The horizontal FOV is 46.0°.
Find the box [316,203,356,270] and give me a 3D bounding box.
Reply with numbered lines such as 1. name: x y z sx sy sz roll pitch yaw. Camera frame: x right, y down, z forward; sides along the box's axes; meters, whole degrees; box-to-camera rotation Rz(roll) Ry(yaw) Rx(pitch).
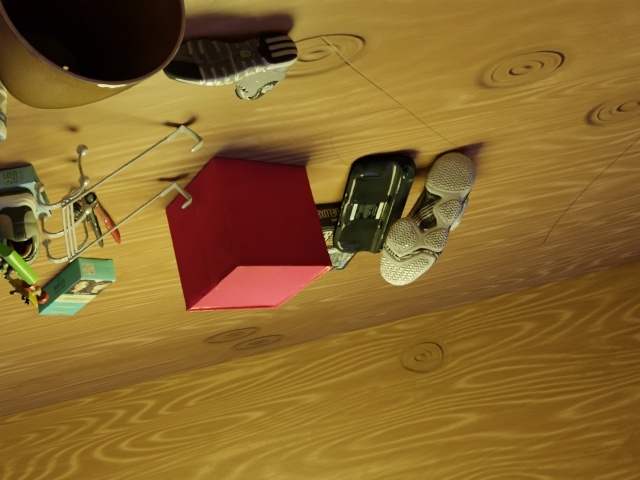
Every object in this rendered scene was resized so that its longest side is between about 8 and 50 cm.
1. box: 0.000 0.000 2.082 0.242 0.077 0.307 -6 157 -24

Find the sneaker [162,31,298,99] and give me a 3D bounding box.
1. sneaker: -0.155 -0.276 1.279 0.228 0.086 0.132 -10 161 -17

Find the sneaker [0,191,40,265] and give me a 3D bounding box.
1. sneaker: -0.612 0.004 1.513 0.100 0.108 0.271 -10 161 -22

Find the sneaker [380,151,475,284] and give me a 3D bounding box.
1. sneaker: 0.278 -0.036 1.922 0.366 0.137 0.210 -59 166 -6

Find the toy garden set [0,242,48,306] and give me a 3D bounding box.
1. toy garden set: -0.658 0.040 1.476 0.244 0.049 0.204 24 155 20

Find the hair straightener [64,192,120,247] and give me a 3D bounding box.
1. hair straightener: -0.512 -0.042 1.661 0.089 0.047 0.230 -14 159 -5

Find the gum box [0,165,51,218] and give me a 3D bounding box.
1. gum box: -0.642 -0.080 1.484 0.184 0.041 0.157 -12 159 -12

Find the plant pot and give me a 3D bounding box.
1. plant pot: -0.340 -0.272 1.004 0.237 0.237 0.254 0 167 -35

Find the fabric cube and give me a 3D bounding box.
1. fabric cube: -0.167 -0.005 1.706 0.254 0.258 0.259 1 154 -39

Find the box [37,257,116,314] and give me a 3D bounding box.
1. box: -0.640 0.123 1.967 0.100 0.060 0.244 6 150 -44

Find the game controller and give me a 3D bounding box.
1. game controller: 0.130 -0.084 1.886 0.166 0.067 0.319 3 135 -11

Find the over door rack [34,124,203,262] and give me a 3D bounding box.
1. over door rack: -0.403 -0.102 1.482 0.324 0.108 0.239 -29 164 -26

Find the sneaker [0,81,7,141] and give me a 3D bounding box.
1. sneaker: -0.603 -0.155 1.206 0.296 0.131 0.112 -30 157 36
